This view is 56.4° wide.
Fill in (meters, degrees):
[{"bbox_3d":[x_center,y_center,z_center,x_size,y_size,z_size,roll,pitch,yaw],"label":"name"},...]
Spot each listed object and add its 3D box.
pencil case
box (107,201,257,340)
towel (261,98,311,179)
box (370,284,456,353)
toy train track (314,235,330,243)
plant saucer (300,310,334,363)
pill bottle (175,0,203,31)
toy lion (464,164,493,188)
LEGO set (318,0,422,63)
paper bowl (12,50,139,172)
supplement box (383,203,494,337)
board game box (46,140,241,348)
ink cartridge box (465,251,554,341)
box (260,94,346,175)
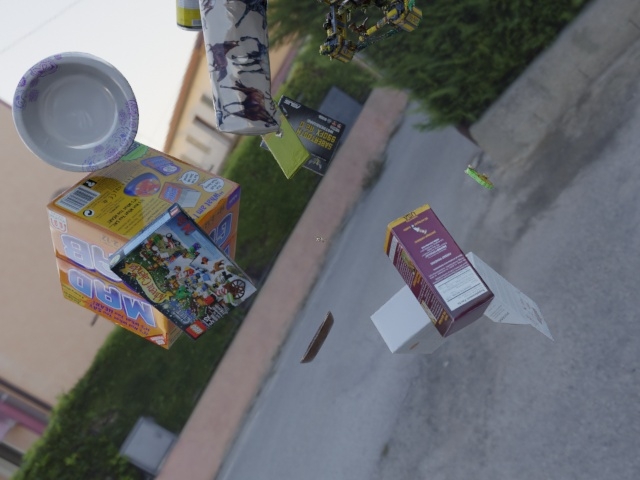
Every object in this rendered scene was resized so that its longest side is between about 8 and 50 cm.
[{"bbox_3d":[-0.193,-0.456,1.498,0.160,0.183,0.410,-143,46,-79],"label":"pencil case"},{"bbox_3d":[-0.249,0.063,1.105,0.159,0.233,0.044,-40,35,-1],"label":"box"},{"bbox_3d":[-0.112,-0.292,1.717,0.021,0.237,0.102,5,-44,-50],"label":"towel"},{"bbox_3d":[0.209,0.156,1.210,0.130,0.170,0.091,-45,58,21],"label":"box"},{"bbox_3d":[0.000,0.000,1.705,0.083,0.048,0.014,171,115,-81],"label":"toy train track"},{"bbox_3d":[-0.005,0.275,1.667,0.168,0.029,0.168,-59,-2,-3],"label":"plant saucer"},{"bbox_3d":[-0.403,-0.760,1.876,0.103,0.103,0.184,-72,-8,-56],"label":"pill bottle"},{"bbox_3d":[0.551,-0.214,2.062,0.034,0.100,0.096,-58,7,24],"label":"toy lion"},{"bbox_3d":[0.080,-0.610,1.499,0.331,0.192,0.255,-2,82,45],"label":"LEGO set"},{"bbox_3d":[-0.600,-0.322,1.484,0.284,0.284,0.148,-55,27,8],"label":"paper bowl"},{"bbox_3d":[0.188,0.050,0.974,0.080,0.188,0.104,-28,-23,-10],"label":"supplement box"},{"bbox_3d":[-0.474,0.005,1.672,0.356,0.356,0.356,-55,-16,-45],"label":"board game box"},{"bbox_3d":[0.441,0.147,1.445,0.066,0.232,0.189,-45,13,22],"label":"ink cartridge box"},{"bbox_3d":[-0.058,-0.343,1.958,0.183,0.231,0.056,-65,8,1],"label":"box"}]
